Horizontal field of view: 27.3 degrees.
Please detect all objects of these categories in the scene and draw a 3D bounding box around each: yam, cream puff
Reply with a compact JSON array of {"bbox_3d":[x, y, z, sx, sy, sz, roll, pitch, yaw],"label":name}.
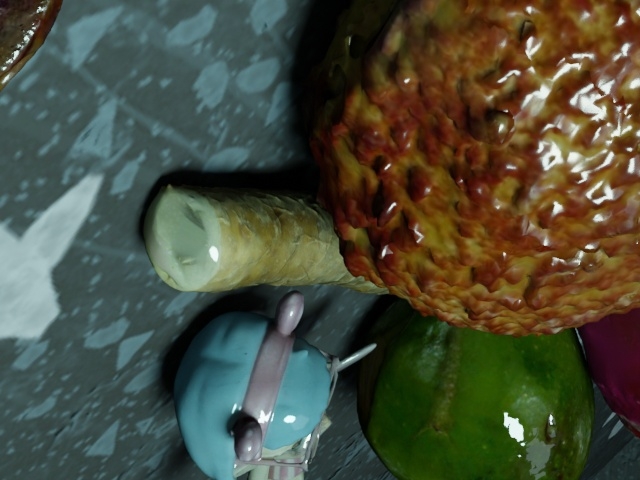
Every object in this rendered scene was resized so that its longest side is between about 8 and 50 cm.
[{"bbox_3d":[0.000,0.000,0.804,0.066,0.066,0.300,-54,154,18],"label":"yam"},{"bbox_3d":[0.149,-0.089,0.704,0.350,0.229,0.350,-38,153,-23],"label":"cream puff"}]

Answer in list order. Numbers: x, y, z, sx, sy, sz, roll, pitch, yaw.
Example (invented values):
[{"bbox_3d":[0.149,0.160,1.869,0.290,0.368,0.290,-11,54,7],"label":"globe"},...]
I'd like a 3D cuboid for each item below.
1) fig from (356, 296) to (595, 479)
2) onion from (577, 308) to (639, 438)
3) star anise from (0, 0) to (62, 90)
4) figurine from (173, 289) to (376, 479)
[{"bbox_3d":[0.130,0.091,1.015,0.195,0.195,0.244,-8,118,-54],"label":"fig"},{"bbox_3d":[0.347,0.018,1.043,0.398,0.398,0.420,-38,-164,-18],"label":"onion"},{"bbox_3d":[-0.176,-0.042,0.460,0.157,0.053,0.212,-4,135,-57],"label":"star anise"},{"bbox_3d":[-0.048,0.147,0.889,0.260,0.103,0.205,87,26,-64],"label":"figurine"}]
